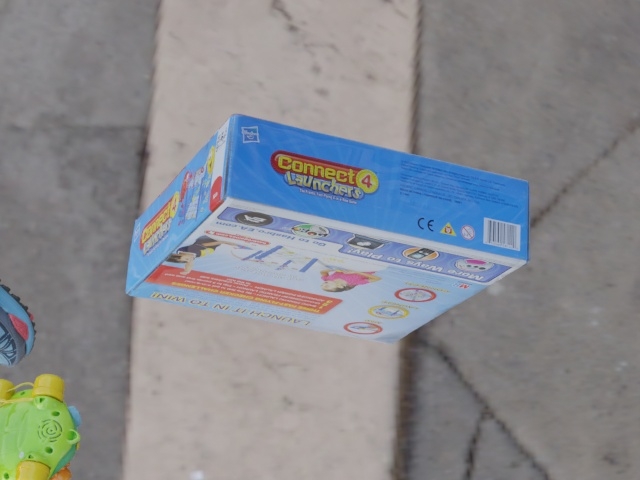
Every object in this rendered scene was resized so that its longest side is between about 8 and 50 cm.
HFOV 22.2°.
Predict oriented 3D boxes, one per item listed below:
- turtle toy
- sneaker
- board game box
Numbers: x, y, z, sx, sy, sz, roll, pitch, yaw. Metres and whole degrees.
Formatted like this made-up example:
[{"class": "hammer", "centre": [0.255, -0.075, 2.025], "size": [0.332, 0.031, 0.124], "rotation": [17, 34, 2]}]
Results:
[{"class": "turtle toy", "centre": [-0.240, 0.161, 1.290], "size": [0.130, 0.066, 0.095], "rotation": [-7, 61, 29]}, {"class": "sneaker", "centre": [-0.415, 0.078, 1.803], "size": [0.104, 0.262, 0.125], "rotation": [24, 67, 33]}, {"class": "board game box", "centre": [0.000, 0.000, 1.602], "size": [0.302, 0.308, 0.086], "rotation": [143, 135, -60]}]
